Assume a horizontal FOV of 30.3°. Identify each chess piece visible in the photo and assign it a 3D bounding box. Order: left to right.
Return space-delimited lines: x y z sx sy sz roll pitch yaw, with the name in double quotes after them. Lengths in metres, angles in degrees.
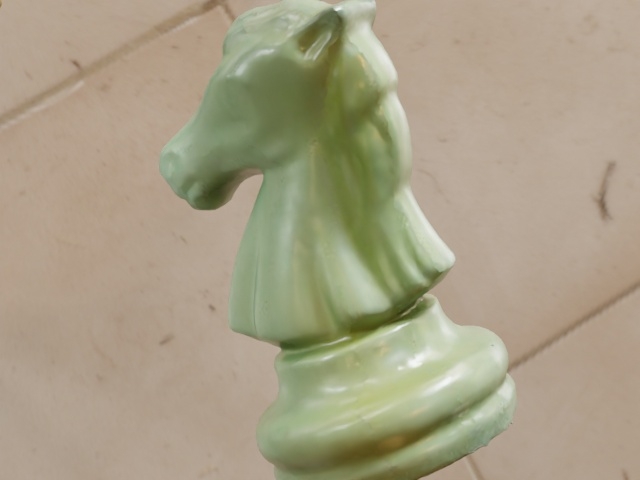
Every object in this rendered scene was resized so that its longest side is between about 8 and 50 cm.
0.000 0.000 0.748 0.175 0.176 0.298 -21 96 -10 "chess piece"
